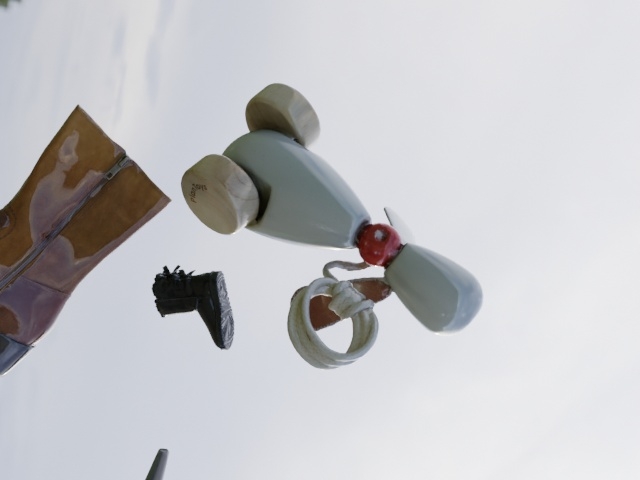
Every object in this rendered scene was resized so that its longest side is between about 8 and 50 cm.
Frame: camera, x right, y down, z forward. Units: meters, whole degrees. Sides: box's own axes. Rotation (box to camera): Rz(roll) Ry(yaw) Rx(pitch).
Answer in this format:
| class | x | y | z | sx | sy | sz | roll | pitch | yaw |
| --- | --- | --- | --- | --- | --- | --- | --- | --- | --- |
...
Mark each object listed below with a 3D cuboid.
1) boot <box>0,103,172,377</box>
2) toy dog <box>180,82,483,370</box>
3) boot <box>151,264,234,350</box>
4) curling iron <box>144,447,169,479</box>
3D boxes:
| class | x | y | z | sx | sy | sz | roll | pitch | yaw |
| --- | --- | --- | --- | --- | --- | --- | --- | --- | --- |
| boot | -0.343 | -0.032 | 1.309 | 0.280 | 0.264 | 0.096 | -49 | -171 | 0 |
| toy dog | 0.000 | 0.000 | 1.275 | 0.334 | 0.220 | 0.161 | 57 | -23 | 20 |
| boot | -0.174 | 0.093 | 1.667 | 0.045 | 0.099 | 0.121 | -48 | 132 | -65 |
| curling iron | -0.231 | 0.376 | 1.684 | 0.035 | 0.068 | 0.274 | -54 | -162 | 20 |
